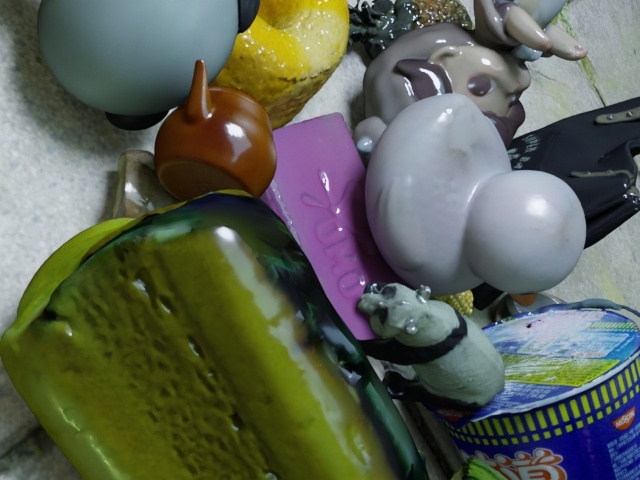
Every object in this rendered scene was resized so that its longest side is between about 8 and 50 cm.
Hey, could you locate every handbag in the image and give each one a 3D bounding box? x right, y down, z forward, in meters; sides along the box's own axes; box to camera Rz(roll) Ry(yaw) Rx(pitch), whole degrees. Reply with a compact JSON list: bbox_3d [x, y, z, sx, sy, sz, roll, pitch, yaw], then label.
[{"bbox_3d":[0.324,-0.071,1.253,0.152,0.288,0.342,49,42,-14],"label":"handbag"}]

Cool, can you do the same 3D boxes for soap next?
[{"bbox_3d":[0.001,-0.001,1.019,0.181,0.081,0.259,-24,92,-51],"label":"soap"}]

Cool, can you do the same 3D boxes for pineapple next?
[{"bbox_3d":[0.095,-0.291,1.255,0.251,0.125,0.125,-8,78,-39],"label":"pineapple"}]

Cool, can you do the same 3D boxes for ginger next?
[{"bbox_3d":[-0.115,-0.005,0.898,0.213,0.074,0.137,28,67,-33],"label":"ginger"}]

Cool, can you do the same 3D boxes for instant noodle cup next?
[{"bbox_3d":[0.295,0.270,1.102,0.284,0.284,0.312,-35,108,-50],"label":"instant noodle cup"}]

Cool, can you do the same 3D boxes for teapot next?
[{"bbox_3d":[-0.088,-0.088,0.834,0.173,0.116,0.116,66,26,-55],"label":"teapot"}]

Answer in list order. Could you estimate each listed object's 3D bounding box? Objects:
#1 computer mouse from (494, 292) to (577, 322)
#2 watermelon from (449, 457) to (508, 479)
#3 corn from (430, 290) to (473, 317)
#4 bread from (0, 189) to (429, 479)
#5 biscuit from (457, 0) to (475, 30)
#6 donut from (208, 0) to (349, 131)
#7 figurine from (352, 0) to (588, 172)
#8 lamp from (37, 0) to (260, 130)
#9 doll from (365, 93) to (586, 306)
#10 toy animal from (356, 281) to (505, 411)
[{"bbox_3d":[0.340,0.157,1.324,0.237,0.082,0.145,30,53,-38],"label":"computer mouse"},{"bbox_3d":[0.123,0.345,0.716,0.190,0.330,0.330,27,46,2],"label":"watermelon"},{"bbox_3d":[0.120,0.027,1.150,0.206,0.067,0.067,44,45,-26],"label":"corn"},{"bbox_3d":[-0.072,0.138,0.757,0.376,0.251,0.208,57,8,-12],"label":"bread"},{"bbox_3d":[0.224,-0.318,1.447,0.144,0.016,0.203,34,41,-37],"label":"biscuit"},{"bbox_3d":[-0.079,-0.272,1.036,0.303,0.110,0.302,24,55,-39],"label":"donut"},{"bbox_3d":[0.190,-0.225,1.149,0.248,0.380,0.203,3,37,-49],"label":"figurine"},{"bbox_3d":[-0.189,-0.228,0.831,0.244,0.198,0.197,41,46,-18],"label":"lamp"},{"bbox_3d":[0.172,-0.038,0.986,0.221,0.221,0.251,-42,116,-49],"label":"doll"},{"bbox_3d":[0.106,0.106,0.936,0.225,0.121,0.093,48,54,-39],"label":"toy animal"}]
